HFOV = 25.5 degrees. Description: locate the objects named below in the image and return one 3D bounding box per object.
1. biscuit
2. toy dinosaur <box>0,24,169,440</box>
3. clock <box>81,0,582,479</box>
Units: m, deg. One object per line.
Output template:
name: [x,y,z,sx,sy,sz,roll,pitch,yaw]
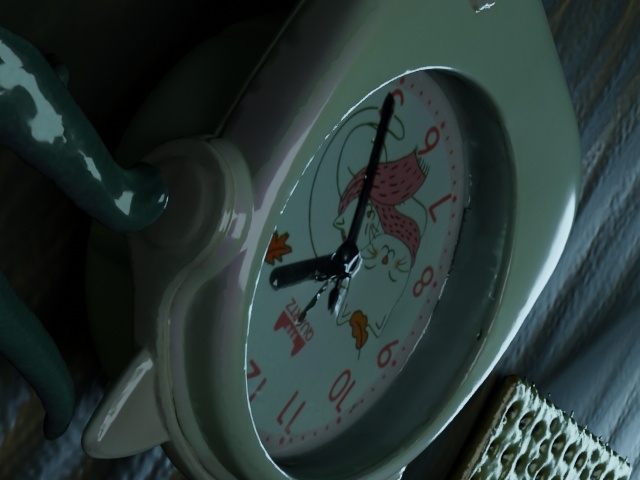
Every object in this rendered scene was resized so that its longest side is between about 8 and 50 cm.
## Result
biscuit: [0.160,0.190,1.040,0.231,0.016,0.139,38,78,-48]
toy dinosaur: [-0.202,-0.102,0.464,0.331,0.129,0.384,2,103,-39]
clock: [0.000,0.000,0.701,0.324,0.108,0.265,-52,142,-22]
